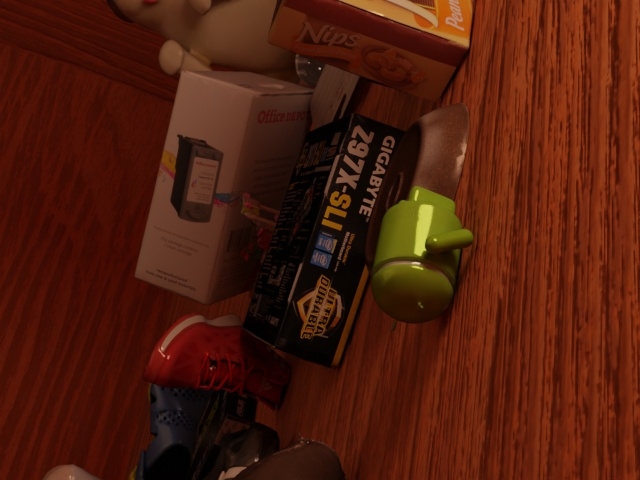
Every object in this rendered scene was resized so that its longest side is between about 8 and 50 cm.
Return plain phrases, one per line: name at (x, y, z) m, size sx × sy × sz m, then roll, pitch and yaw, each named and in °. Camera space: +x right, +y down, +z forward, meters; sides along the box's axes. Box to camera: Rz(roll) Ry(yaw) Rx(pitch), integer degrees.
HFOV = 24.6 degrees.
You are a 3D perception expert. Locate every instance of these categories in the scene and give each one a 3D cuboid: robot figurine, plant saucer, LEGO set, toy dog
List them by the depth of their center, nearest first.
robot figurine at (0.076, 0.015, 1.162) m, size 0.101 × 0.067 × 0.115 m, roll -46°, pitch 26°, yaw 51°
plant saucer at (0.082, -0.038, 1.347) m, size 0.198 × 0.036 × 0.199 m, roll -160°, pitch 90°, yaw -81°
LEGO set at (-0.075, 0.005, 1.974) m, size 0.287 × 0.107 × 0.132 m, roll 147°, pitch 141°, yaw -76°
toy dog at (-0.165, -0.424, 2.436) m, size 0.395 × 0.407 × 0.285 m, roll -81°, pitch 13°, yaw -45°

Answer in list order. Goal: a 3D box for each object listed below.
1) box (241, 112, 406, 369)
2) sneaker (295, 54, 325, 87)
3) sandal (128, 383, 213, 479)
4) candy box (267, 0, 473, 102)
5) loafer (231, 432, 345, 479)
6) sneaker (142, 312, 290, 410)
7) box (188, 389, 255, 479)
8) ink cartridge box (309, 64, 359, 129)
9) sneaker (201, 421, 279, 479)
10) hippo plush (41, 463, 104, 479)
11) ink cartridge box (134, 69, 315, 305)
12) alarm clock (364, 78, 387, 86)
box at (0.000, 0.000, 1.636) m, size 0.322 × 0.079 × 0.257 m, roll 178°, pitch 112°, yaw -81°
sneaker at (0.026, -0.365, 2.141) m, size 0.115 × 0.105 × 0.281 m, roll -92°, pitch 24°, yaw -78°
sandal at (-0.212, 0.297, 2.218) m, size 0.138 × 0.126 × 0.317 m, roll -170°, pitch 90°, yaw -78°
candy box at (0.066, -0.301, 1.504) m, size 0.087 × 0.182 × 0.316 m, roll 117°, pitch 168°, yaw -48°
loafer at (-0.066, 0.293, 1.363) m, size 0.130 × 0.134 × 0.366 m, roll -49°, pitch 3°, yaw -39°
sneaker at (-0.107, 0.149, 1.737) m, size 0.221 × 0.128 × 0.087 m, roll -19°, pitch -43°, yaw -62°
box at (-0.135, 0.256, 2.028) m, size 0.184 × 0.045 × 0.191 m, roll -89°, pitch 20°, yaw -56°
ink cartridge box at (0.035, -0.203, 2.000) m, size 0.179 × 0.045 × 0.145 m, roll -103°, pitch 32°, yaw -56°
sneaker at (-0.096, 0.274, 1.672) m, size 0.234 × 0.078 × 0.106 m, roll 129°, pitch 161°, yaw -56°
hippo plush at (-0.239, 0.435, 1.823) m, size 0.236 × 0.294 × 0.234 m, roll 51°, pitch 125°, yaw 52°
ink cartridge box at (-0.131, -0.081, 2.095) m, size 0.226 × 0.131 × 0.306 m, roll -14°, pitch -61°, yaw -66°
alarm clock at (0.081, -0.234, 1.663) m, size 0.192 × 0.064 × 0.129 m, roll 110°, pitch 175°, yaw -80°
